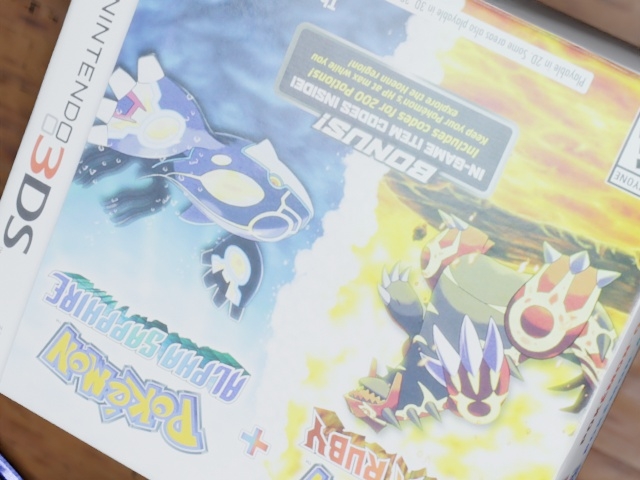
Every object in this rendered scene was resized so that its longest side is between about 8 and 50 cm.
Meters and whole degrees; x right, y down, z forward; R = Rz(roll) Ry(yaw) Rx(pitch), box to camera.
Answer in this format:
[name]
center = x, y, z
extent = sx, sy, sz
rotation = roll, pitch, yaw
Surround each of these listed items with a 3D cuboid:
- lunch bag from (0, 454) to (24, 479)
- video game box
[lunch bag]
center = -0.229, 0.114, 0.649
extent = 0.221, 0.138, 0.293
rotation = -42, 99, 19
[video game box]
center = 0.000, 0.000, 0.583
extent = 0.205, 0.048, 0.187
rotation = 27, 109, 17
